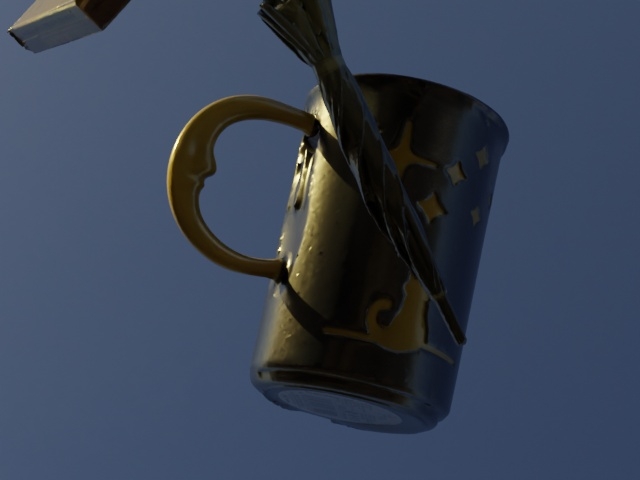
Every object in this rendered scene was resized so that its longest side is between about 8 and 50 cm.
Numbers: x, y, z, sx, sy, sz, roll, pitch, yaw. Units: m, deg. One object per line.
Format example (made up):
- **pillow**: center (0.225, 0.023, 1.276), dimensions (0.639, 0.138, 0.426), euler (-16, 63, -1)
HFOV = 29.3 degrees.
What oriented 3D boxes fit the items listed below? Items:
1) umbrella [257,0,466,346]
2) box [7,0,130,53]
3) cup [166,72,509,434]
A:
- **umbrella**: center (0.010, -0.071, 0.594), dimensions (0.269, 0.044, 0.044), euler (63, -26, 10)
- **box**: center (-0.121, -0.147, 0.678), dimensions (0.090, 0.023, 0.133), euler (-54, -156, -17)
- **cup**: center (0.005, 0.008, 1.002), dimensions (0.255, 0.178, 0.256), euler (12, -108, 6)
